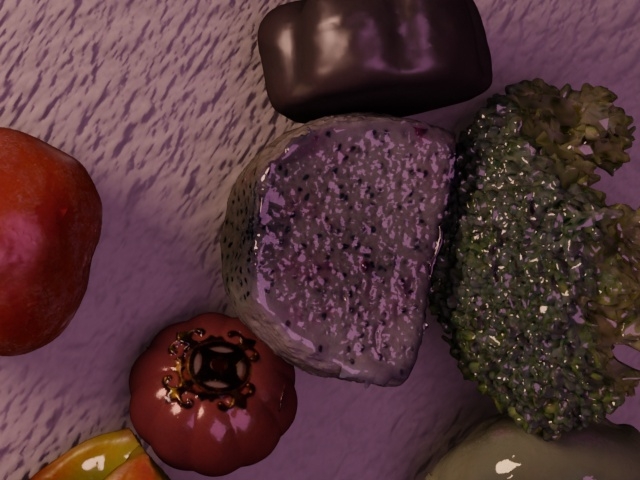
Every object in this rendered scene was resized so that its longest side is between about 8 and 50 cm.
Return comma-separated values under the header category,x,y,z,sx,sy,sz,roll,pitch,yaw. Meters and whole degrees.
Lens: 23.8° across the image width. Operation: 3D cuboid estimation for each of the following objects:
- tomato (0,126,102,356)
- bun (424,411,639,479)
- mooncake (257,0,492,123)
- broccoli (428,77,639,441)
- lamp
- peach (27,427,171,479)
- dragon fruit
category,x,y,z,sx,sy,sz,roll,pitch,yaw
tomato,-0.326,-0.001,1.498,0.232,0.188,0.232,-1,95,-17
bun,0.267,0.277,1.722,0.293,0.293,0.187,27,50,-19
mooncake,0.057,-0.195,1.578,0.245,0.245,0.133,-11,90,-16
broccoli,0.241,0.006,1.618,0.338,0.317,0.277,37,127,17
lamp,-0.114,0.166,1.611,0.182,0.140,0.182,1,55,-2
peach,-0.188,0.421,1.564,0.306,0.242,0.380,-33,110,-1
dragon fruit,0.000,0.000,1.590,0.221,0.204,0.283,10,87,-22
